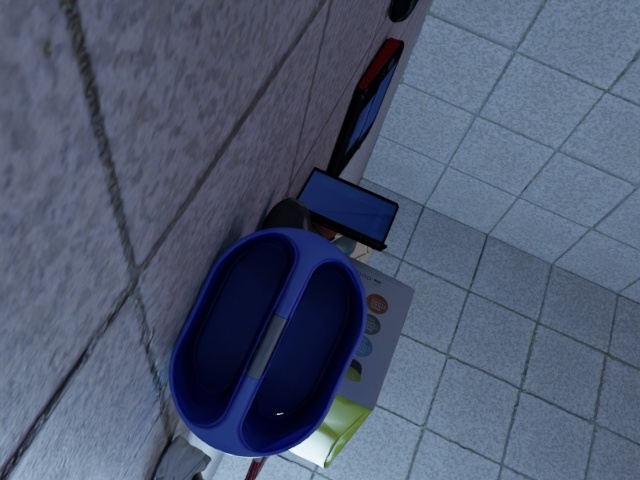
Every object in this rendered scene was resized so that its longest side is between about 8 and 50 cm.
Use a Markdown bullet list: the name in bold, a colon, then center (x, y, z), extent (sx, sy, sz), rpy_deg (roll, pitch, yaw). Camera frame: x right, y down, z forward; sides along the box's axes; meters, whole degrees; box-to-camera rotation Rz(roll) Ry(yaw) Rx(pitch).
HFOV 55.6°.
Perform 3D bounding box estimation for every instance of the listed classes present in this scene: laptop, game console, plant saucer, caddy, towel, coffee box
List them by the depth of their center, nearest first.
- **caddy**: center (-0.075, 0.147, 0.907), extent (0.179, 0.242, 0.341), rpy_deg (161, -46, -88)
- **laptop**: center (0.058, -0.081, 1.360), extent (0.264, 0.235, 0.136), rpy_deg (54, 60, -86)
- **coffee box**: center (-0.036, 0.243, 1.364), extent (0.334, 0.338, 0.338), rpy_deg (-62, 177, -42)
- **towel**: center (-0.115, 0.491, 1.623), extent (0.237, 0.037, 0.328), rpy_deg (-40, 153, -72)
- **plant saucer**: center (-0.020, 0.083, 1.684), extent (0.318, 0.043, 0.317), rpy_deg (-35, 173, -5)
- **game console**: center (0.133, -0.389, 1.827), extent (0.386, 0.060, 0.341), rpy_deg (110, 5, -49)

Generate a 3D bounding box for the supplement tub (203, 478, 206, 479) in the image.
- **supplement tub**: center (-0.310, 0.696, 1.562), extent (0.144, 0.200, 0.144), rpy_deg (25, 90, -87)

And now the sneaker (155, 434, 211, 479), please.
- **sneaker**: center (-0.295, 0.522, 1.239), extent (0.090, 0.115, 0.232), rpy_deg (-51, 166, -77)

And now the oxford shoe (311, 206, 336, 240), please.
- **oxford shoe**: center (-0.043, -0.021, 1.590), extent (0.130, 0.123, 0.348), rpy_deg (-38, 178, -1)

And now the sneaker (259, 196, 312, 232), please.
- **sneaker**: center (-0.094, 0.050, 1.101), extent (0.106, 0.101, 0.267), rpy_deg (-41, 155, -77)

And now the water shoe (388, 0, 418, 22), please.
- **water shoe**: center (0.228, -0.623, 1.471), extent (0.080, 0.073, 0.203), rpy_deg (-57, 171, -53)

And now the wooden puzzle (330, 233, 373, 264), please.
- **wooden puzzle**: center (0.030, 0.068, 2.175), extent (0.080, 0.322, 0.347), rpy_deg (48, -60, 44)
